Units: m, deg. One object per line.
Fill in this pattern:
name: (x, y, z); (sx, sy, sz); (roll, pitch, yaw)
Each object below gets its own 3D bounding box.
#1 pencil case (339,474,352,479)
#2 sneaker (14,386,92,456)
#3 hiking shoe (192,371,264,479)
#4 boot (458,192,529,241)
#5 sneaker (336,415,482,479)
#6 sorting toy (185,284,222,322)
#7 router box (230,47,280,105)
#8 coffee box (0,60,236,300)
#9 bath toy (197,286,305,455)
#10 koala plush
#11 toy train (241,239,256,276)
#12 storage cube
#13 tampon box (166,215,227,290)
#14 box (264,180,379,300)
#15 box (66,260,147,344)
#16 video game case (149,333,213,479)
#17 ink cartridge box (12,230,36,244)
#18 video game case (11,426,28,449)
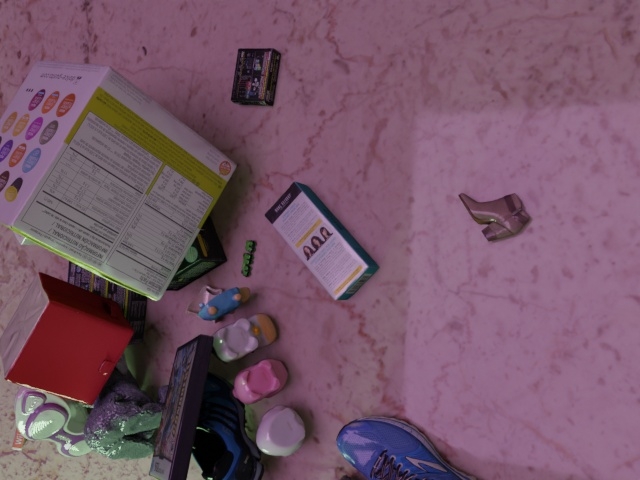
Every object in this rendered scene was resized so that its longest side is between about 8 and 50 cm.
pencil case: (0.149, 0.599, 1.109); (0.410, 0.183, 0.160); (33, 101, 24)
sneaker: (-0.622, 0.392, 1.472); (0.114, 0.305, 0.152); (-28, 54, -14)
hiking shoe: (-0.221, 0.374, 1.310); (0.113, 0.132, 0.304); (-47, 47, 6)
boot: (0.317, -0.058, 1.153); (0.087, 0.042, 0.118); (-35, 73, 14)
sneaker: (0.165, 0.426, 1.132); (0.330, 0.147, 0.129); (25, 98, 27)
sorting toy: (-0.249, 0.140, 1.425); (0.083, 0.045, 0.075); (13, 85, 28)
router box: (-0.143, -0.361, 1.406); (0.092, 0.038, 0.122); (9, 91, 28)
coffee box: (-0.454, -0.124, 1.297); (0.338, 0.338, 0.334); (18, 76, 44)
bath toy: (-0.133, 0.273, 1.309); (0.348, 0.151, 0.129); (65, 149, 12)
koala plush: (-0.463, 0.358, 1.447); (0.196, 0.203, 0.221); (-52, 54, 16)
toy train: (-0.160, 0.039, 1.399); (0.024, 0.017, 0.083); (13, 92, 37)
storage cube: (-0.551, 0.211, 1.371); (0.215, 0.193, 0.184); (-59, 35, 0)
tampon box: (-0.316, 0.027, 1.431); (0.161, 0.101, 0.120); (-30, 73, 22)
box: (0.000, 0.000, 1.294); (0.100, 0.060, 0.244); (-47, 68, 16)
box: (-0.521, 0.107, 1.555); (0.216, 0.060, 0.270); (3, 88, 26)
video game case: (-0.282, 0.339, 1.276); (0.248, 0.035, 0.274); (145, 136, -63)
ink cartridge box: (-0.664, -0.179, 1.613); (0.353, 0.119, 0.207); (-47, 68, 17)
video game case: (-0.682, 0.335, 1.557); (0.025, 0.204, 0.285); (14, 94, -11)
